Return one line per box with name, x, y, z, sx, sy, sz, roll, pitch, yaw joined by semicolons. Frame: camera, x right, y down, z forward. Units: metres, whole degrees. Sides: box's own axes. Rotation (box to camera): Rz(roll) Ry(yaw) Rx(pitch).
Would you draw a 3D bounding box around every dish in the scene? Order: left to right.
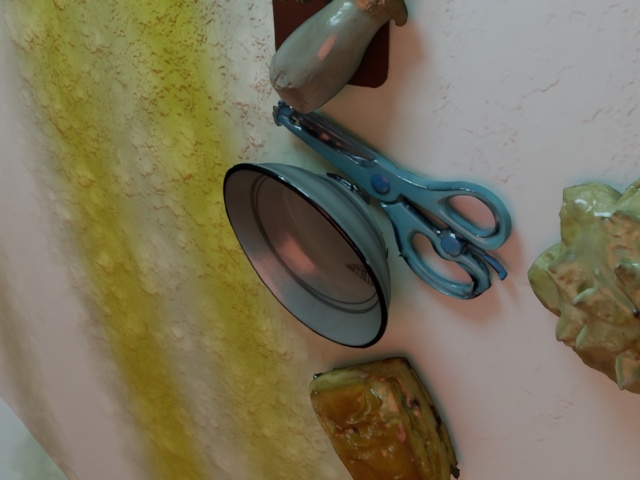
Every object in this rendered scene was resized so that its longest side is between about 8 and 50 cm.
dish;0.000;0.000;0.987;0.316;0.106;0.316;36;149;25

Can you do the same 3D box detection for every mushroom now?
mushroom;0.015;-0.242;0.858;0.212;0.088;0.097;-47;52;39

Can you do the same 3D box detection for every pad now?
pad;0.008;-0.328;0.872;0.181;0.004;0.267;16;124;29

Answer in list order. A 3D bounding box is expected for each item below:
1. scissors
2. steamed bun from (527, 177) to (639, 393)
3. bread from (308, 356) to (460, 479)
scissors;0.090;-0.072;0.946;0.393;0.032;0.180;38;135;12
steamed bun;0.358;0.062;0.756;0.292;0.137;0.296;17;128;33
bread;0.097;0.308;1.128;0.210;0.099;0.235;-21;102;43
